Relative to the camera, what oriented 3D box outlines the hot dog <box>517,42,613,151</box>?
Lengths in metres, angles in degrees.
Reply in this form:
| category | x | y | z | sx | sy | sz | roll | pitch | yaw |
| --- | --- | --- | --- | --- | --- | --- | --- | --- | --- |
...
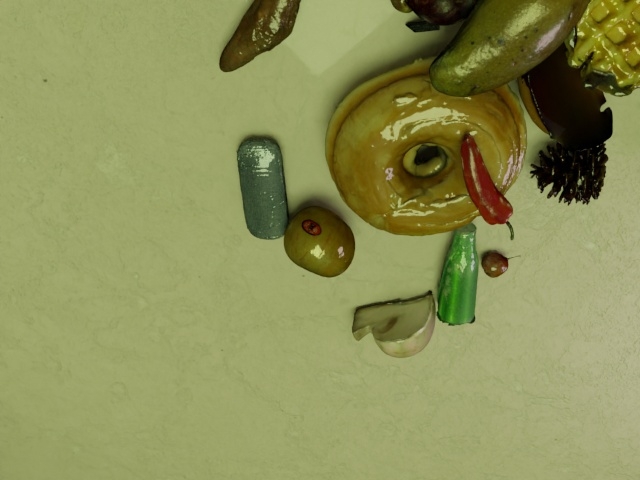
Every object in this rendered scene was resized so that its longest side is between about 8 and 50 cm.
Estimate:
| category | x | y | z | sx | sy | sz | roll | pitch | yaw |
| --- | --- | --- | --- | --- | --- | --- | --- | --- | --- |
| hot dog | 0.505 | -0.352 | 1.434 | 0.194 | 0.107 | 0.326 | -18 | 113 | -5 |

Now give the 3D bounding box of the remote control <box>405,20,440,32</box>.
| category | x | y | z | sx | sy | sz | roll | pitch | yaw |
| --- | --- | --- | --- | --- | --- | --- | --- | --- | --- |
| remote control | 0.209 | -0.439 | 1.377 | 0.034 | 0.091 | 0.016 | 29 | 89 | -30 |

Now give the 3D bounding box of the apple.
| category | x | y | z | sx | sy | sz | roll | pitch | yaw |
| --- | --- | --- | --- | --- | --- | --- | --- | --- | --- |
| apple | 0.000 | 0.000 | 1.654 | 0.182 | 0.182 | 0.155 | 25 | 94 | -18 |

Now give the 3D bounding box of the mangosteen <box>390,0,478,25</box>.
| category | x | y | z | sx | sy | sz | roll | pitch | yaw |
| --- | --- | --- | --- | --- | --- | --- | --- | --- | --- |
| mangosteen | 0.208 | -0.507 | 1.282 | 0.217 | 0.192 | 0.192 | 11 | 134 | 31 |

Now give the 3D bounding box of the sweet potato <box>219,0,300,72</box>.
| category | x | y | z | sx | sy | sz | roll | pitch | yaw |
| --- | --- | --- | --- | --- | --- | --- | --- | --- | --- |
| sweet potato | -0.099 | -0.461 | 1.356 | 0.114 | 0.092 | 0.341 | 36 | 122 | 5 |

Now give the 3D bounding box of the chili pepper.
| category | x | y | z | sx | sy | sz | roll | pitch | yaw |
| --- | --- | --- | --- | --- | --- | --- | --- | --- | --- |
| chili pepper | 0.342 | -0.103 | 1.401 | 0.063 | 0.071 | 0.272 | -1 | 133 | 48 |

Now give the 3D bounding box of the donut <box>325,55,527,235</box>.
| category | x | y | z | sx | sy | sz | roll | pitch | yaw |
| --- | --- | --- | --- | --- | --- | --- | --- | --- | --- |
| donut | 0.233 | -0.197 | 1.490 | 0.449 | 0.198 | 0.448 | 0 | 125 | 0 |

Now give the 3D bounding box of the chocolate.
| category | x | y | z | sx | sy | sz | roll | pitch | yaw |
| --- | --- | --- | --- | --- | --- | --- | --- | --- | --- |
| chocolate | 0.366 | 0.084 | 1.768 | 0.110 | 0.110 | 0.291 | -1 | 125 | 0 |

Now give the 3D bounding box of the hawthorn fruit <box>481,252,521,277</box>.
| category | x | y | z | sx | sy | sz | roll | pitch | yaw |
| --- | --- | --- | --- | --- | --- | --- | --- | --- | --- |
| hawthorn fruit | 0.472 | 0.055 | 1.769 | 0.103 | 0.066 | 0.066 | -31 | 122 | 7 |

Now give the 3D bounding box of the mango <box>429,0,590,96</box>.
| category | x | y | z | sx | sy | sz | roll | pitch | yaw |
| --- | --- | --- | --- | --- | --- | --- | --- | --- | --- |
| mango | 0.353 | -0.386 | 1.246 | 0.177 | 0.175 | 0.329 | 32 | 111 | -16 |

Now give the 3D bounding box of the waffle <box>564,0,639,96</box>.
| category | x | y | z | sx | sy | sz | roll | pitch | yaw |
| --- | --- | --- | --- | --- | --- | --- | --- | --- | --- |
| waffle | 0.656 | -0.469 | 1.309 | 0.382 | 0.095 | 0.379 | 2 | 113 | -8 |

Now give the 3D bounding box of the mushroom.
| category | x | y | z | sx | sy | sz | roll | pitch | yaw |
| --- | --- | --- | --- | --- | --- | --- | --- | --- | --- |
| mushroom | 0.217 | 0.275 | 1.869 | 0.236 | 0.162 | 0.173 | -13 | 125 | 11 |

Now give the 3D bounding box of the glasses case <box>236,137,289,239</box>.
| category | x | y | z | sx | sy | sz | roll | pitch | yaw |
| --- | --- | --- | --- | --- | --- | --- | --- | --- | --- |
| glasses case | -0.137 | -0.119 | 1.627 | 0.109 | 0.067 | 0.282 | -2 | 129 | 5 |

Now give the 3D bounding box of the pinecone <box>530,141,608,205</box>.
| category | x | y | z | sx | sy | sz | roll | pitch | yaw |
| --- | --- | --- | --- | --- | --- | --- | --- | --- | --- |
| pinecone | 0.567 | -0.159 | 1.552 | 0.165 | 0.163 | 0.163 | 2 | 129 | 18 |
